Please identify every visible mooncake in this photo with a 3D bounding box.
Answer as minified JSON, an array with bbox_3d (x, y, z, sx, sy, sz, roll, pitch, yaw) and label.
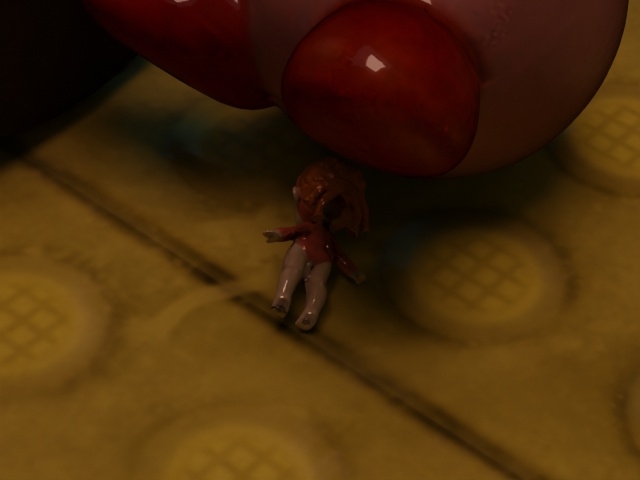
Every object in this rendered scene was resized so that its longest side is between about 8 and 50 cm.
[{"bbox_3d":[-0.177,-0.172,0.991,0.117,0.234,0.235,31,50,21],"label":"mooncake"}]

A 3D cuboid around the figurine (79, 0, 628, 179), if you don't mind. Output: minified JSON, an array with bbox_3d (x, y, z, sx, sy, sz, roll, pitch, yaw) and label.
[{"bbox_3d":[0.051,-0.129,0.964,0.270,0.211,0.261,25,66,42],"label":"figurine"}]

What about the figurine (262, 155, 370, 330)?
[{"bbox_3d":[0.000,0.000,0.945,0.064,0.047,0.109,29,49,-15],"label":"figurine"}]
